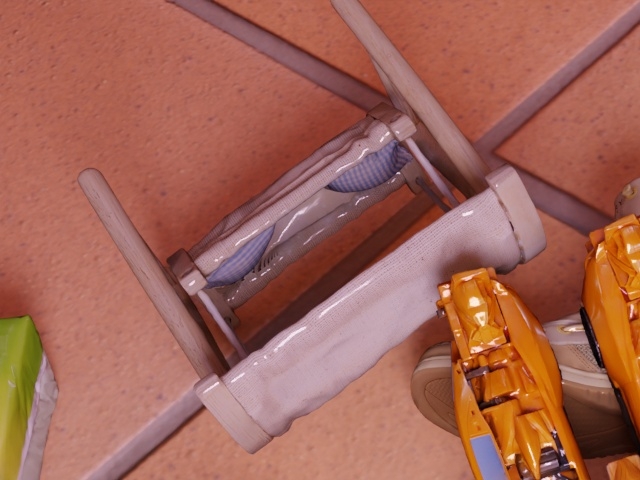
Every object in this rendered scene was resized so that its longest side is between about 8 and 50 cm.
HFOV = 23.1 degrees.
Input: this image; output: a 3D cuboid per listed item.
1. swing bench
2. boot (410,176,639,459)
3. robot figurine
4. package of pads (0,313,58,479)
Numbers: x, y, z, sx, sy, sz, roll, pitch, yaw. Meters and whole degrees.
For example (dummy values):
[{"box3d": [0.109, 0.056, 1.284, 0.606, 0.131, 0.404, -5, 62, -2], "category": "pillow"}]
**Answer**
[{"box3d": [0.000, 0.000, 1.139, 0.253, 0.165, 0.255, -34, 50, -2], "category": "swing bench"}, {"box3d": [0.200, 0.047, 1.112, 0.261, 0.095, 0.203, -1, 48, 11], "category": "boot"}, {"box3d": [0.182, 0.142, 0.963, 0.211, 0.085, 0.291, -20, 76, 2], "category": "robot figurine"}, {"box3d": [-0.325, 0.196, 1.112, 0.229, 0.101, 0.297, -4, 46, 9], "category": "package of pads"}]
